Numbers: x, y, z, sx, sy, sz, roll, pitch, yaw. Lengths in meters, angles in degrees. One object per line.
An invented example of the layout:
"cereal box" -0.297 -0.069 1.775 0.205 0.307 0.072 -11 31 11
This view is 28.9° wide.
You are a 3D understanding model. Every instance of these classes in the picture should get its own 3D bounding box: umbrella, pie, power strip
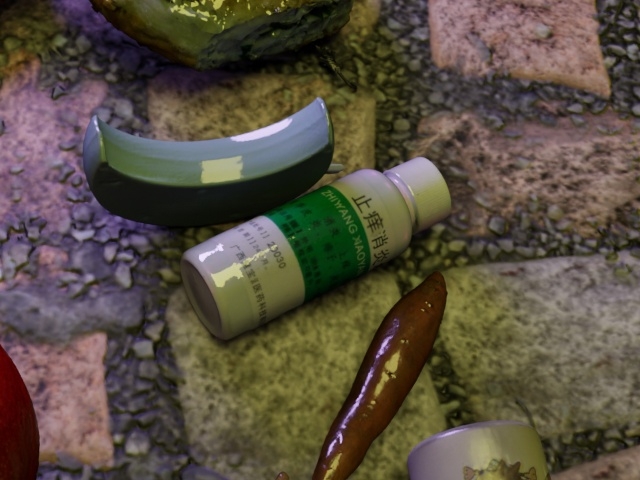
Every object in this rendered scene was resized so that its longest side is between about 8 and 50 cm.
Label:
"umbrella" -0.010 -0.213 1.327 0.149 0.022 0.022 47 21 17
"pie" -0.121 -0.313 1.294 0.355 0.103 0.288 -18 65 -34
"power strip" -0.093 -0.070 1.144 0.253 0.167 0.054 -6 68 -17

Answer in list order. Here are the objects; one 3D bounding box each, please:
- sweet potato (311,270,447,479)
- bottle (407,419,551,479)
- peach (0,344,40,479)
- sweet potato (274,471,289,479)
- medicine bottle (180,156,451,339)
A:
"sweet potato" 0.057 0.128 1.120 0.057 0.057 0.264 26 59 6
"bottle" 0.151 0.282 1.011 0.120 0.120 0.253 -5 62 -13
"peach" -0.330 0.154 0.933 0.275 0.248 0.245 40 39 4
"sweet potato" -0.068 0.307 0.992 0.067 0.059 0.281 14 59 -12
"medicine bottle" 0.000 0.000 1.162 0.260 0.095 0.095 -27 68 -23
